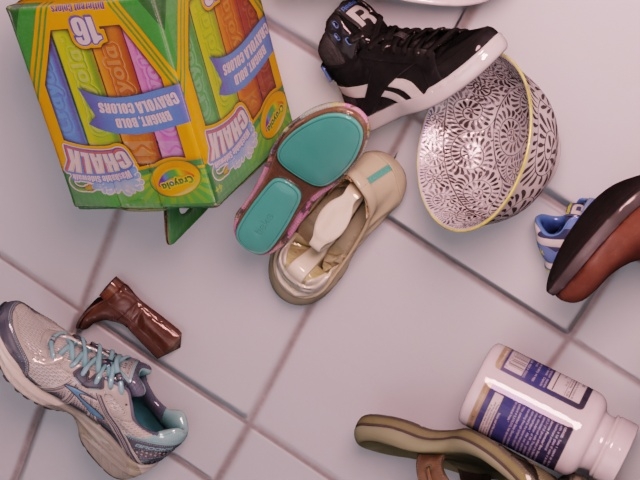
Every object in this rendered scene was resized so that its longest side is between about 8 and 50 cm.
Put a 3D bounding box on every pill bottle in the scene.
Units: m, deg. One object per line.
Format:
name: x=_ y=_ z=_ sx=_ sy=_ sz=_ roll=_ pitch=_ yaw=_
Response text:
pill bottle: x=0.236 y=0.183 z=1.576 sx=0.169 sy=0.094 sz=0.094 roll=27 pitch=129 yaw=12

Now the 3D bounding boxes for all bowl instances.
bowl: x=0.171 y=-0.086 z=1.429 sx=0.080 sy=0.170 sz=0.170 roll=10 pitch=140 yaw=-32

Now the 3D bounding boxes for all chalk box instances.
chalk box: x=-0.153 y=-0.139 z=1.528 sx=0.179 sy=0.180 sz=0.289 roll=0 pitch=121 yaw=29

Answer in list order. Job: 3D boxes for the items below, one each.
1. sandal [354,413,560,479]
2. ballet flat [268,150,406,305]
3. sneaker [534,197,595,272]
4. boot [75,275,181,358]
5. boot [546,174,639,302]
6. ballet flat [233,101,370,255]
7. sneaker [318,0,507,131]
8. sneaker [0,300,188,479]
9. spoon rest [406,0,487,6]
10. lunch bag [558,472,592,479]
sandal: x=0.146 y=0.250 z=1.611 sx=0.120 sy=0.086 sz=0.302 roll=32 pitch=164 yaw=-33
ballet flat: x=0.000 y=0.000 z=1.596 sx=0.086 sy=0.086 sz=0.248 roll=38 pitch=131 yaw=2
sneaker: x=0.267 y=-0.012 z=1.462 sx=0.144 sy=0.053 sz=0.059 roll=-17 pitch=108 yaw=34
boot: x=-0.226 y=0.109 z=1.823 sx=0.114 sy=0.037 sz=0.106 roll=41 pitch=133 yaw=-6
boot: x=0.377 y=0.036 z=1.368 sx=0.264 sy=0.096 sz=0.280 roll=-44 pitch=97 yaw=3
ballet flat: x=-0.016 y=-0.074 z=1.527 sx=0.077 sy=0.079 sz=0.221 roll=34 pitch=129 yaw=-4
sneaker: x=0.068 y=-0.180 z=1.417 sx=0.121 sy=0.079 sz=0.217 roll=53 pitch=146 yaw=-10
sneaker: x=-0.269 y=0.160 z=1.836 sx=0.122 sy=0.110 sz=0.283 roll=-29 pitch=117 yaw=31
spoon rest: x=0.060 y=-0.267 z=1.389 sx=0.276 sy=0.084 sz=0.137 roll=-6 pitch=117 yaw=32
lunch bag: x=0.293 y=0.425 z=1.640 sx=0.256 sy=0.213 sz=0.305 roll=26 pitch=132 yaw=-10
